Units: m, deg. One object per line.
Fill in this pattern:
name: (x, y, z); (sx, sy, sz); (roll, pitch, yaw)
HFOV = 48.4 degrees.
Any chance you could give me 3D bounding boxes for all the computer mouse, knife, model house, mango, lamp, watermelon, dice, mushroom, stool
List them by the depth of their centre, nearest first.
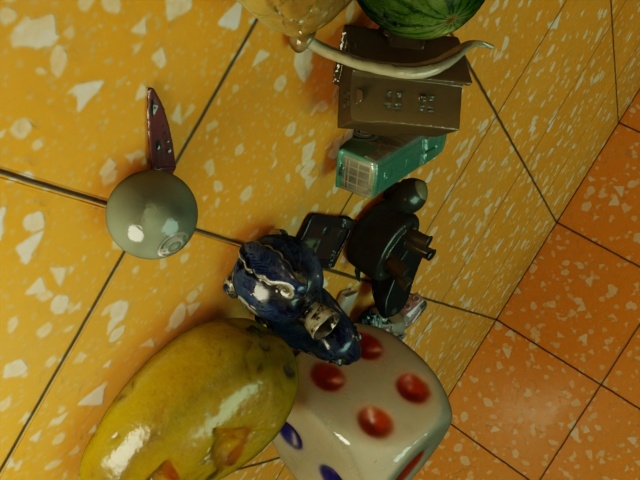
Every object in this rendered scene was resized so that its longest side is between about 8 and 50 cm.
lamp: (-0.192, -0.028, 0.812); (0.105, 0.105, 0.105); (-42, 151, -30)
knife: (-0.188, -0.078, 0.862); (0.035, 0.018, 0.247); (-35, 146, -35)
watermelon: (0.122, -0.361, 0.902); (0.188, 0.215, 0.188); (-21, 160, -8)
mushroom: (0.105, -0.252, 0.961); (0.306, 0.043, 0.068); (2, 95, -18)
model house: (0.113, -0.285, 1.058); (0.176, 0.180, 0.248); (-168, -98, -75)
mango: (-0.196, 0.262, 1.069); (0.365, 0.182, 0.253); (-35, 140, -19)
stool: (0.151, -0.007, 1.423); (0.153, 0.139, 0.228); (-27, 145, -50)
dice: (0.076, 0.381, 1.511); (0.277, 0.304, 0.304); (-32, 151, -31)
computer mouse: (0.168, 0.068, 1.616); (0.122, 0.073, 0.217); (6, 106, -55)

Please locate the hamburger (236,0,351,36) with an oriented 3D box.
hamburger: (-0.017, -0.354, 0.706); (0.259, 0.144, 0.283); (-57, 153, -2)

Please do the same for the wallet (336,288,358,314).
wallet: (0.043, 0.163, 1.559); (0.061, 0.025, 0.122); (-12, 129, -54)

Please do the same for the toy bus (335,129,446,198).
toy bus: (0.125, -0.160, 1.239); (0.261, 0.109, 0.091); (-35, 141, -41)

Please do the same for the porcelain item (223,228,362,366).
porcelain item: (-0.035, 0.107, 1.152); (0.138, 0.186, 0.288); (-45, 149, -13)

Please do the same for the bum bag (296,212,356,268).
bum bag: (0.000, 0.000, 1.298); (0.159, 0.026, 0.109); (7, 114, -57)

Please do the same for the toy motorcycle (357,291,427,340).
toy motorcycle: (0.153, 0.202, 1.705); (0.239, 0.108, 0.204); (-52, 155, -11)
